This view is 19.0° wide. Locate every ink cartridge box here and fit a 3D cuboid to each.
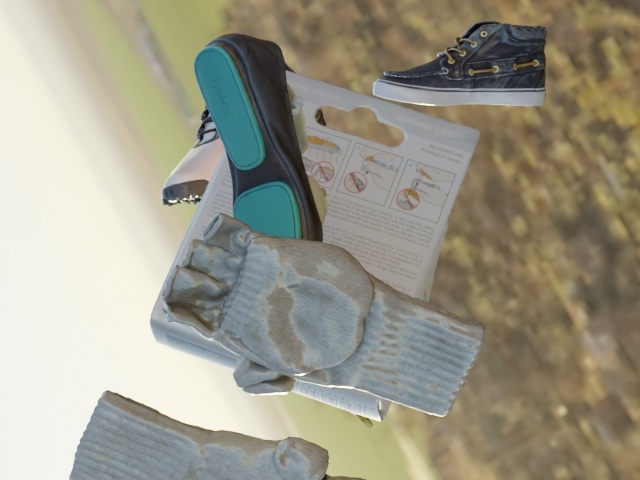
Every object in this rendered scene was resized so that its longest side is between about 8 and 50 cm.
[{"bbox_3d":[0.000,0.000,1.465,0.189,0.232,0.066,18,155,11],"label":"ink cartridge box"}]

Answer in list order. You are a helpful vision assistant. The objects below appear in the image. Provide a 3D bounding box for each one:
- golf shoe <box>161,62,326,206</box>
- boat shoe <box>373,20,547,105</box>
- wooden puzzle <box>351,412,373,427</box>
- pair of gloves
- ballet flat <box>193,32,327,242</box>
[{"bbox_3d":[-0.083,-0.097,1.668,0.077,0.198,0.094,-12,109,41],"label":"golf shoe"},{"bbox_3d":[0.142,-0.181,1.941,0.065,0.183,0.083,-142,53,-70],"label":"boat shoe"},{"bbox_3d":[0.009,0.154,2.066,0.116,0.014,0.078,41,-176,-31],"label":"wooden puzzle"},{"bbox_3d":[-0.030,0.109,1.232,0.204,0.240,0.042,28,-158,-11],"label":"pair of gloves"},{"bbox_3d":[-0.029,-0.046,1.316,0.074,0.074,0.203,178,77,-84],"label":"ballet flat"}]
